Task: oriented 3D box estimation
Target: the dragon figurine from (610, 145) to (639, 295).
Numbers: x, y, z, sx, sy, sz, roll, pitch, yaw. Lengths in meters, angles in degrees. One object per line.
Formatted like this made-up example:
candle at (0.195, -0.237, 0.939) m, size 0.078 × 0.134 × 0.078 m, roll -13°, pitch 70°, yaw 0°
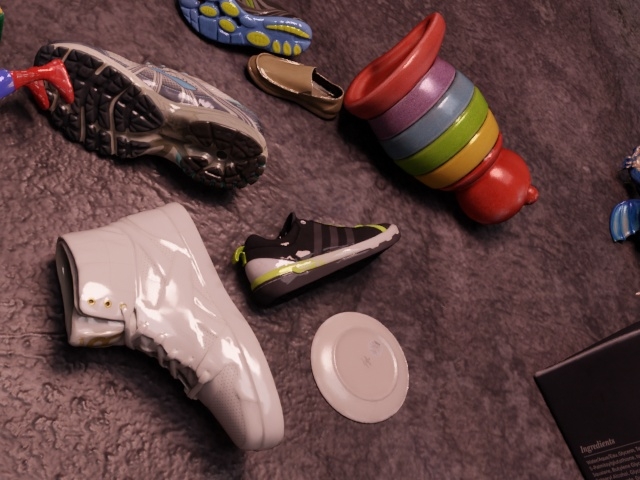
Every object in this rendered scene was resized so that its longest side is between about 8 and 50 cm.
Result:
dragon figurine at (0.548, -0.027, 1.353) m, size 0.085 × 0.144 × 0.289 m, roll 24°, pitch 74°, yaw -22°

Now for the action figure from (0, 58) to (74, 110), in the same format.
action figure at (-0.372, -0.085, 0.783) m, size 0.280 × 0.091 × 0.139 m, roll -23°, pitch 104°, yaw -42°

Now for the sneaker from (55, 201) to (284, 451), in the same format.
sneaker at (-0.167, 0.105, 0.820) m, size 0.169 × 0.108 × 0.292 m, roll -17°, pitch 65°, yaw -36°

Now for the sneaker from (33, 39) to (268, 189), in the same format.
sneaker at (-0.196, -0.156, 0.956) m, size 0.283 × 0.110 × 0.122 m, roll 25°, pitch 32°, yaw -16°

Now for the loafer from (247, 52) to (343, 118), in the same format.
loafer at (-0.030, -0.221, 1.112) m, size 0.148 × 0.050 × 0.056 m, roll 22°, pitch 55°, yaw -22°

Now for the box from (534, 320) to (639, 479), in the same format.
box at (0.535, 0.288, 1.094) m, size 0.293 × 0.212 × 0.395 m, roll -16°, pitch 74°, yaw -37°

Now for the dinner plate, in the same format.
dinner plate at (0.053, 0.152, 0.986) m, size 0.141 × 0.017 × 0.141 m, roll 16°, pitch 57°, yaw -26°

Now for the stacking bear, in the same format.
stacking bear at (0.185, -0.142, 1.143) m, size 0.289 × 0.175 × 0.164 m, roll 44°, pitch 38°, yaw -17°

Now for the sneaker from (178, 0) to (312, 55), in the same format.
sneaker at (-0.104, -0.303, 1.108) m, size 0.188 × 0.067 × 0.078 m, roll 14°, pitch 25°, yaw -16°

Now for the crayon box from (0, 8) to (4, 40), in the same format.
crayon box at (-0.478, -0.284, 0.813) m, size 0.165 × 0.081 × 0.278 m, roll -41°, pitch 94°, yaw -29°

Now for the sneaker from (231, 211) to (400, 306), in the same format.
sneaker at (0.000, 0.000, 0.990) m, size 0.234 × 0.084 × 0.097 m, roll -20°, pitch 76°, yaw -38°
